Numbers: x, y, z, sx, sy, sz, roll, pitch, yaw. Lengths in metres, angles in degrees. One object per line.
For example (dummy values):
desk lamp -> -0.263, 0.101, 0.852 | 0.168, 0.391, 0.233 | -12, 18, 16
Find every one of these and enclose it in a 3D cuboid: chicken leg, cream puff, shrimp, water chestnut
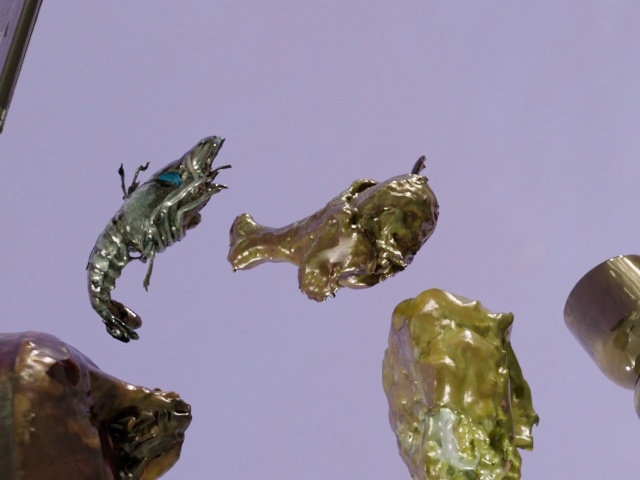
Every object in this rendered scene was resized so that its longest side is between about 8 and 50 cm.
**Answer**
chicken leg -> 0.006, 0.011, 1.231 | 0.140, 0.360, 0.212 | 57, -148, -22
cream puff -> 0.194, 0.198, 1.102 | 0.185, 0.282, 0.282 | -5, -97, -15
shrimp -> -0.124, -0.008, 0.614 | 0.076, 0.082, 0.174 | 27, -80, -22
water chestnut -> -0.211, 0.179, 0.658 | 0.238, 0.223, 0.224 | -16, -91, -9

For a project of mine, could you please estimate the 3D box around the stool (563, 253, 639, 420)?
stool -> 0.512, 0.164, 1.291 | 0.179, 0.264, 0.179 | -9, -55, -13

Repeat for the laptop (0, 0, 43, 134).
laptop -> -0.202, -0.152, 0.556 | 0.016, 0.129, 0.180 | 20, -98, -34
